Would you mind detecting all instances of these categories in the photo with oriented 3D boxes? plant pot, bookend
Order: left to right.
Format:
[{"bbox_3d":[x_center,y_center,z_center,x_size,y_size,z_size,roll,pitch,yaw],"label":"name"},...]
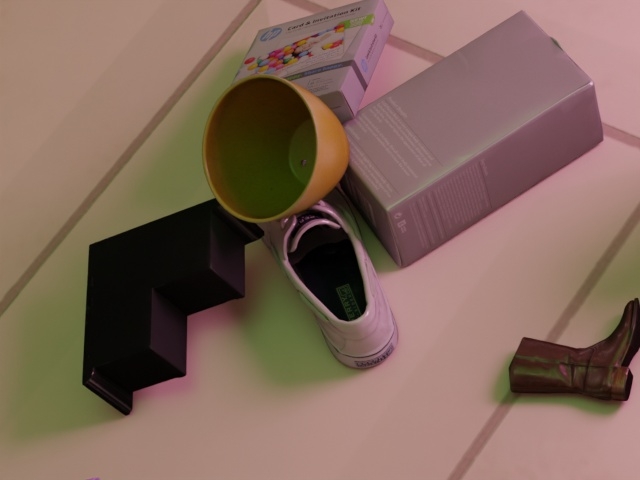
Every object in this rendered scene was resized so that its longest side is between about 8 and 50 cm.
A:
[{"bbox_3d":[-0.136,0.060,1.816,0.157,0.072,0.156,-20,51,24],"label":"bookend"},{"bbox_3d":[-0.028,-0.082,1.796,0.134,0.095,0.134,-1,89,36],"label":"plant pot"}]

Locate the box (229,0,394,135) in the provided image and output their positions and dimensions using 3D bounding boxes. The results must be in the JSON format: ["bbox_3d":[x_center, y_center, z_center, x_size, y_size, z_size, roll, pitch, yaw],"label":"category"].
[{"bbox_3d":[-0.016,-0.165,1.925,0.145,0.038,0.186,-13,30,25],"label":"box"}]

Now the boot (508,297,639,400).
[{"bbox_3d":[0.226,0.093,1.750,0.114,0.037,0.106,4,56,23],"label":"boot"}]

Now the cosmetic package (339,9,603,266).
[{"bbox_3d":[0.138,-0.099,1.861,0.238,0.107,0.127,-29,53,-9],"label":"cosmetic package"}]

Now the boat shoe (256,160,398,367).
[{"bbox_3d":[0.000,0.000,1.839,0.095,0.084,0.258,-30,55,-6],"label":"boat shoe"}]

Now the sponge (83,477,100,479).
[{"bbox_3d":[-0.208,0.312,1.651,0.117,0.031,0.210,-14,70,-26],"label":"sponge"}]
